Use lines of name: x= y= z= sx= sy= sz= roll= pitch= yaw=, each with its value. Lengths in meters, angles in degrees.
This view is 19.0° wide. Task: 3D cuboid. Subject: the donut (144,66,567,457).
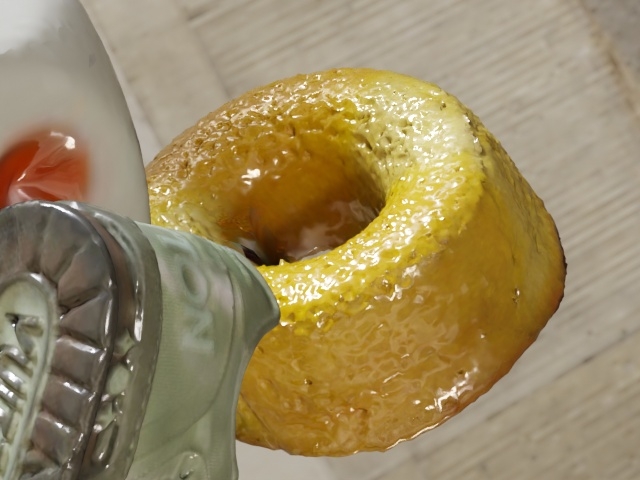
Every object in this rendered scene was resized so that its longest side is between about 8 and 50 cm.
donut: x=0.000 y=0.000 z=1.205 sx=0.303 sy=0.303 sz=0.110 roll=40 pitch=159 yaw=49

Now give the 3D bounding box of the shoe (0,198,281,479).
shoe: x=-0.096 y=0.123 z=0.751 sx=0.109 sy=0.149 sz=0.293 roll=29 pitch=107 yaw=34

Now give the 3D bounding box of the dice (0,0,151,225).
dice: x=-0.278 y=-0.018 z=1.062 sx=0.304 sy=0.277 sz=0.304 roll=33 pitch=133 yaw=39
